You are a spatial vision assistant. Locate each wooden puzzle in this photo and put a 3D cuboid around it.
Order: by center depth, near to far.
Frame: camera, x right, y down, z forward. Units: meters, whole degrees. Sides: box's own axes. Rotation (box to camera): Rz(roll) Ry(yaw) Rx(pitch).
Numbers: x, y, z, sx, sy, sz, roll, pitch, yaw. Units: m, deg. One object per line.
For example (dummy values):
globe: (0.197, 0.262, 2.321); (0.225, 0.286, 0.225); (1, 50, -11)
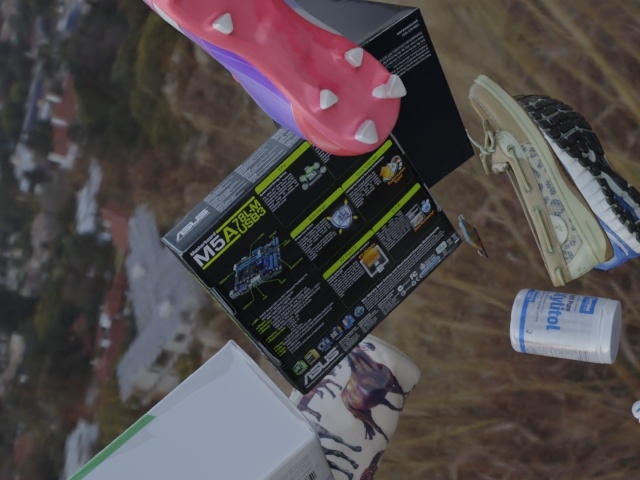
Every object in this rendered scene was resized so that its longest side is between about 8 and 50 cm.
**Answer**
wooden puzzle: (0.237, -0.008, 1.734); (0.006, 0.049, 0.083); (-36, 48, 22)

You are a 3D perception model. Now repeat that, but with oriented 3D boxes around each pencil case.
pencil case: (-0.012, 0.308, 1.544); (0.160, 0.183, 0.410); (13, 75, 62)

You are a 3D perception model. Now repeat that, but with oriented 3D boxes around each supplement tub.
supplement tub: (0.262, 0.091, 1.176); (0.107, 0.071, 0.071); (5, 78, 24)

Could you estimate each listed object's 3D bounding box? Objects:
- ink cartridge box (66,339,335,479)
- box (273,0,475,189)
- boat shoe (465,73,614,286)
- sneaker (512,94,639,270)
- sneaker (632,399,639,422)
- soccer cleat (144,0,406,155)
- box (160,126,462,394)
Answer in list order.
ink cartridge box: (-0.074, 0.182, 0.769); (0.154, 0.212, 0.093); (-41, 66, -12)
box: (0.029, -0.168, 1.223); (0.103, 0.184, 0.261); (-34, 31, -19)
boat shoe: (0.259, -0.079, 1.390); (0.089, 0.104, 0.285); (-33, 81, 8)
sneaker: (0.381, -0.091, 1.743); (0.147, 0.129, 0.330); (-48, 65, 41)
sneaker: (0.655, 0.338, 1.969); (0.104, 0.095, 0.236); (-60, 31, 23)
soccer cleat: (-0.053, -0.138, 0.683); (0.083, 0.248, 0.095); (-59, 23, -17)
box: (0.000, 0.000, 0.876); (0.190, 0.184, 0.045); (-44, 33, -8)
